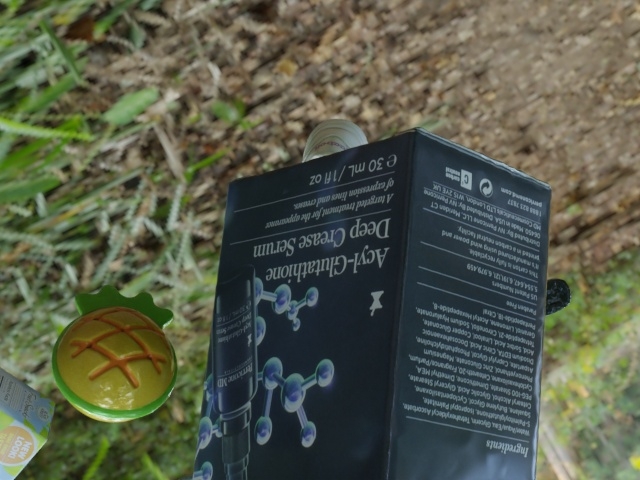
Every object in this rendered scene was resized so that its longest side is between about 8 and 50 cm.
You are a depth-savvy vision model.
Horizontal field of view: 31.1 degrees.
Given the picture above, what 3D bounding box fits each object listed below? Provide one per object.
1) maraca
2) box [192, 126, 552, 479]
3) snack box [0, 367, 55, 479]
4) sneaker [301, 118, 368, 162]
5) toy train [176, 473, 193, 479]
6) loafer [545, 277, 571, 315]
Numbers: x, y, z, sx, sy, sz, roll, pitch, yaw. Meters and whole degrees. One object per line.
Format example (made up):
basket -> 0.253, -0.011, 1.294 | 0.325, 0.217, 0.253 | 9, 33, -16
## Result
maraca -> -0.208, 0.112, 1.181 | 0.127, 0.185, 0.099 | 15, 126, -13
box -> 0.048, 0.124, 1.168 | 0.212, 0.395, 0.294 | 17, 161, -38
snack box -> -0.361, 0.158, 0.974 | 0.174, 0.207, 0.070 | -49, -161, 13
sneaker -> 0.000, 0.000, 1.508 | 0.114, 0.305, 0.152 | 4, -161, 5
toy train -> -0.086, 0.398, 1.615 | 0.334, 0.142, 0.190 | -13, 139, -16
loafer -> 0.281, 0.100, 1.687 | 0.170, 0.062, 0.061 | -14, -178, -10
